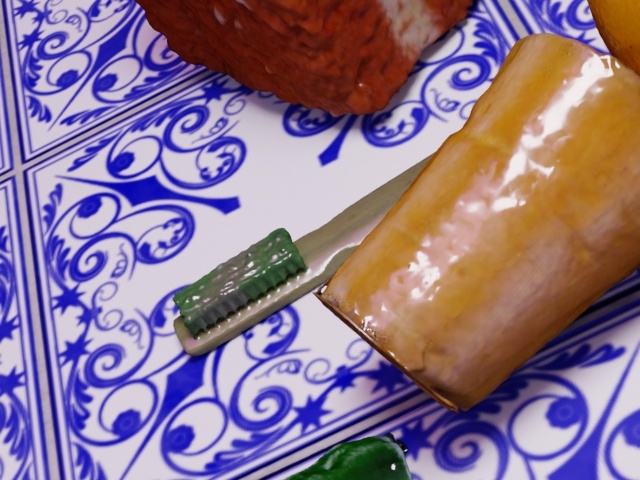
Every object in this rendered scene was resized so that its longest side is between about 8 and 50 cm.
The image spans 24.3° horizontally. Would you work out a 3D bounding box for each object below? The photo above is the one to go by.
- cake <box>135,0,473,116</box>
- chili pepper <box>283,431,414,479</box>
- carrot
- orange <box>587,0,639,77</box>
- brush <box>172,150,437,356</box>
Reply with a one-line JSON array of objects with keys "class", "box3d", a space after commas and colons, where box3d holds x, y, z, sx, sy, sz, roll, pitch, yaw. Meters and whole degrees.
[{"class": "cake", "box3d": [-0.005, -0.310, 1.342, 0.269, 0.270, 0.319, 23, 64, 42]}, {"class": "chili pepper", "box3d": [-0.049, 0.218, 0.942, 0.270, 0.099, 0.136, -15, 57, -21]}, {"class": "carrot", "box3d": [0.141, 0.001, 1.047, 0.254, 0.196, 0.196, -50, 44, -6]}, {"class": "orange", "box3d": [0.328, -0.219, 1.036, 0.312, 0.312, 0.312, -17, 44, 17]}, {"class": "brush", "box3d": [0.000, 0.000, 1.216, 0.282, 0.048, 0.054, -31, 45, -1]}]
